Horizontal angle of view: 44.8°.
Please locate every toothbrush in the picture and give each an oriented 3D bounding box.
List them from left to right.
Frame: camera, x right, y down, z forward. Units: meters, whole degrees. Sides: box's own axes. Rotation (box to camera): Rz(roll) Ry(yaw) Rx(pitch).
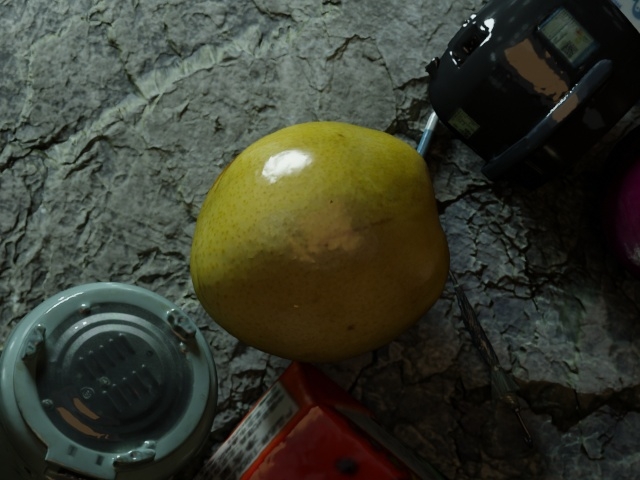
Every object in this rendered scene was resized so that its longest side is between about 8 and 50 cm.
[{"bbox_3d":[0.116,-0.058,1.107,0.025,0.019,0.275,25,85,-5],"label":"toothbrush"}]

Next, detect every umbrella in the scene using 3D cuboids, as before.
[{"bbox_3d":[0.235,0.163,1.089,0.044,0.044,0.269,-28,76,22],"label":"umbrella"}]

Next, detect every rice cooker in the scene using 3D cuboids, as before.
[{"bbox_3d":[-0.271,0.204,0.942,0.264,0.317,0.316,21,84,-16],"label":"rice cooker"},{"bbox_3d":[0.277,-0.210,1.012,0.224,0.267,0.267,44,85,1],"label":"rice cooker"}]

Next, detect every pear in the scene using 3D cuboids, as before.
[{"bbox_3d":[0.000,0.000,0.960,0.314,0.314,0.314,0,85,-2],"label":"pear"}]

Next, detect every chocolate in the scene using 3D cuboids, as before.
[{"bbox_3d":[-0.007,0.393,0.976,0.341,0.161,0.360,41,84,-7],"label":"chocolate"}]

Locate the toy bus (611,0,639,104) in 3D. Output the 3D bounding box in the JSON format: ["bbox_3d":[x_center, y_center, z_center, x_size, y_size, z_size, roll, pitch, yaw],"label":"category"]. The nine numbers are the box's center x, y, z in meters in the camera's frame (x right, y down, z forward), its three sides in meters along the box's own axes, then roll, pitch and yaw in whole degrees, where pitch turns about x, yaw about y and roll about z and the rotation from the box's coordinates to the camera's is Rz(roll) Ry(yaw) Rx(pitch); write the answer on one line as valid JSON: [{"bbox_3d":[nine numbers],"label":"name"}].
[{"bbox_3d":[0.388,-0.333,1.085,0.297,0.131,0.106,44,84,2],"label":"toy bus"}]

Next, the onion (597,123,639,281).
[{"bbox_3d":[0.544,-0.021,0.959,0.348,0.348,0.385,-29,84,-4],"label":"onion"}]
